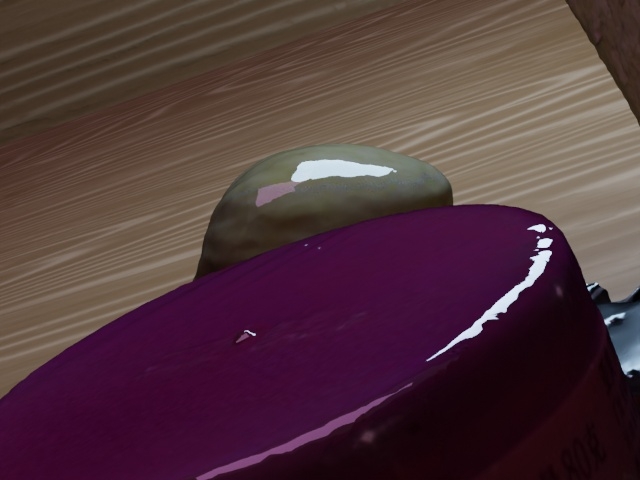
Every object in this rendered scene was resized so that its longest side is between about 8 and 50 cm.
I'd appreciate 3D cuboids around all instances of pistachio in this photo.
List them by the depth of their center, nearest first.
[{"bbox_3d":[0.000,0.000,1.012,0.184,0.124,0.124,-16,14,-2],"label":"pistachio"}]

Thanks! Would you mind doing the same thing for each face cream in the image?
[{"bbox_3d":[0.016,0.110,0.412,0.175,0.195,0.175,-21,13,5],"label":"face cream"}]

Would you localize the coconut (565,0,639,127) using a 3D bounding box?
[{"bbox_3d":[0.289,-0.148,0.677,0.346,0.360,0.346,-27,-25,-14],"label":"coconut"}]

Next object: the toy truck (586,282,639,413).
[{"bbox_3d":[0.143,0.069,0.523,0.259,0.121,0.088,-7,22,44],"label":"toy truck"}]
